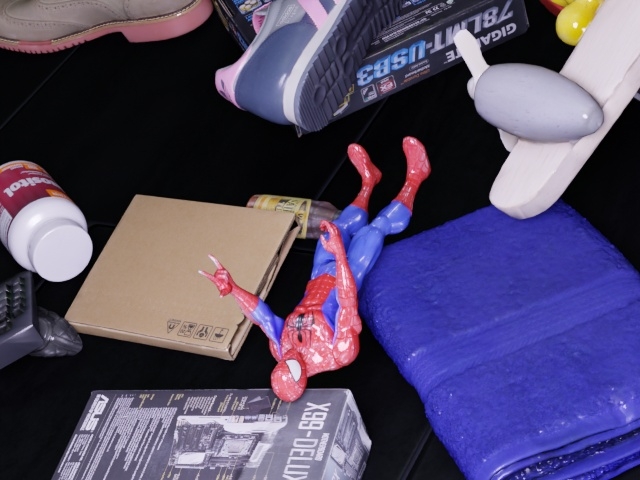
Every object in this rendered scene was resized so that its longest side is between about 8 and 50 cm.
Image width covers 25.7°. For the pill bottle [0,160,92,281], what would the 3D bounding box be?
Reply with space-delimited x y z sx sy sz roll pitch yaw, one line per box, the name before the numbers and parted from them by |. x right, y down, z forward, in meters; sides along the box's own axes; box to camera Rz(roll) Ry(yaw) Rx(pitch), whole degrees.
pill bottle | -0.299 -0.019 1.489 0.086 0.086 0.152 -32 40 -15

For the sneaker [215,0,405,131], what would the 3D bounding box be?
sneaker | 0.000 -0.254 1.503 0.131 0.112 0.319 14 52 26

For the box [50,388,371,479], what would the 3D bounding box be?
box | -0.114 0.249 1.085 0.242 0.076 0.307 -3 41 21

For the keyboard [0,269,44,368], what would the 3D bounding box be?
keyboard | -0.405 0.152 1.335 0.317 0.033 0.201 -30 37 5

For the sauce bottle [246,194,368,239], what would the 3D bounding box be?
sauce bottle | -0.014 -0.022 1.397 0.128 0.042 0.042 4 44 31

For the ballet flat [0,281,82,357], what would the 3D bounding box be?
ballet flat | -0.301 0.085 1.411 0.173 0.049 0.057 22 82 47

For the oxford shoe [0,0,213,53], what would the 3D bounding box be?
oxford shoe | -0.314 -0.332 1.839 0.348 0.130 0.123 -4 40 20

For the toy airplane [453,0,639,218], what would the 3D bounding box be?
toy airplane | 0.284 -0.242 1.224 0.384 0.272 0.386 -45 17 45

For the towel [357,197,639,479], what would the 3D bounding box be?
towel | 0.172 0.085 1.166 0.227 0.076 0.308 -20 37 -11

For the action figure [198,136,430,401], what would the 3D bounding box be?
action figure | 0.000 0.000 1.175 0.091 0.139 0.280 -7 45 33

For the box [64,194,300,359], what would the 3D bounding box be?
box | -0.136 0.031 1.382 0.201 0.021 0.164 7 56 31

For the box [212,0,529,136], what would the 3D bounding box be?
box | 0.046 -0.280 1.643 0.295 0.073 0.293 -26 42 -6
